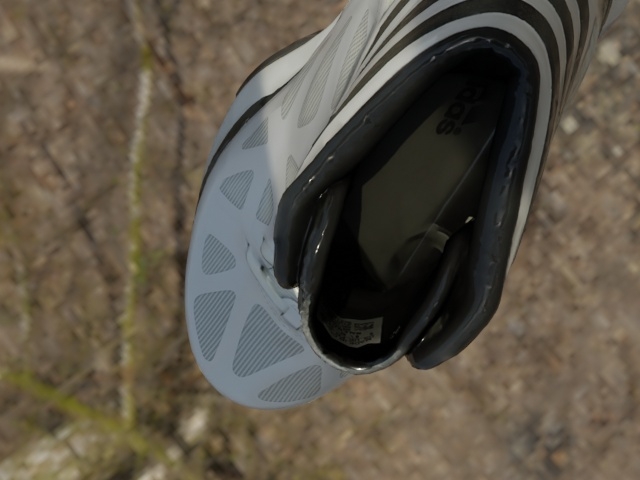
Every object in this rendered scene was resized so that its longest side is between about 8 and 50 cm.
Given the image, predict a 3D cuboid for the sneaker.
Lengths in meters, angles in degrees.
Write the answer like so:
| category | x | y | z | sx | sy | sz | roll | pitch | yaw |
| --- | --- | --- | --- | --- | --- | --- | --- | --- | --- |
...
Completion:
| category | x | y | z | sx | sy | sz | roll | pitch | yaw |
| --- | --- | --- | --- | --- | --- | --- | --- | --- | --- |
| sneaker | -0.001 | -0.001 | 1.003 | 0.169 | 0.257 | 0.447 | 31 | 134 | -2 |
